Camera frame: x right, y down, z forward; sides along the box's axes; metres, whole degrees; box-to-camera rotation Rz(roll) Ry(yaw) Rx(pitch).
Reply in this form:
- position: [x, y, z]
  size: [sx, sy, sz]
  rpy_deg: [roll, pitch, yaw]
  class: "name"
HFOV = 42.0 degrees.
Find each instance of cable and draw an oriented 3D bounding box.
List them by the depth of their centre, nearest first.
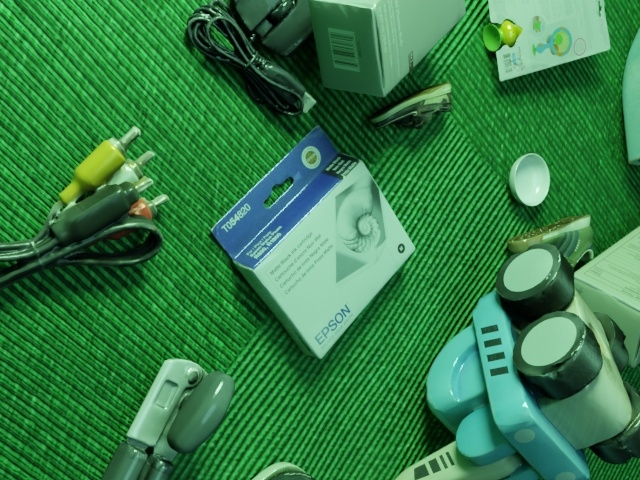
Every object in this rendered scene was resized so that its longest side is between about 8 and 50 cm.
- position: [-0.288, -0.001, 0.900]
  size: [0.287, 0.072, 0.139]
  rpy_deg: [-31, 127, -18]
  class: "cable"

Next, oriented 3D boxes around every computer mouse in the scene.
- position: [-0.027, -0.308, 1.043]
  size: [0.188, 0.072, 0.272]
  rpy_deg: [37, 71, -30]
  class: "computer mouse"

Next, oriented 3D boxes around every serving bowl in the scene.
- position: [0.328, -0.096, 1.330]
  size: [0.083, 0.027, 0.083]
  rpy_deg: [-1, 92, -35]
  class: "serving bowl"

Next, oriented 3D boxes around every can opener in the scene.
- position: [-0.199, 0.262, 0.941]
  size: [0.074, 0.093, 0.280]
  rpy_deg: [35, 77, -32]
  class: "can opener"

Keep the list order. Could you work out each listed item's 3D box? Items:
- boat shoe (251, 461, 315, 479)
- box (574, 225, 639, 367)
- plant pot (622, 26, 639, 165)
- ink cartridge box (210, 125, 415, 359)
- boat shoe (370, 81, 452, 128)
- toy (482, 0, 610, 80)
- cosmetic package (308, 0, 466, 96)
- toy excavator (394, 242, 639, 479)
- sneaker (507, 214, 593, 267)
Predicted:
- position: [-0.109, 0.412, 0.990]
  size: [0.340, 0.113, 0.127]
  rpy_deg: [-37, 113, -28]
  class: "boat shoe"
- position: [0.568, 0.068, 1.419]
  size: [0.311, 0.148, 0.121]
  rpy_deg: [-28, 132, -30]
  class: "box"
- position: [0.678, -0.282, 1.451]
  size: [0.247, 0.248, 0.252]
  rpy_deg: [1, 74, -35]
  class: "plant pot"
- position: [0.000, 0.000, 1.091]
  size: [0.223, 0.045, 0.224]
  rpy_deg: [-47, 116, -24]
  class: "ink cartridge box"
- position: [0.135, -0.181, 1.173]
  size: [0.152, 0.056, 0.049]
  rpy_deg: [-28, 102, -31]
  class: "boat shoe"
- position: [0.351, -0.344, 1.320]
  size: [0.237, 0.056, 0.137]
  rpy_deg: [-21, 107, -28]
  class: "toy"
- position: [0.092, -0.297, 1.064]
  size: [0.238, 0.107, 0.127]
  rpy_deg: [-47, 140, -34]
  class: "cosmetic package"
- position: [0.226, 0.284, 1.176]
  size: [0.222, 0.445, 0.433]
  rpy_deg: [45, 26, -27]
  class: "toy excavator"
- position: [0.382, 0.018, 1.350]
  size: [0.192, 0.064, 0.086]
  rpy_deg: [-17, 97, -37]
  class: "sneaker"
